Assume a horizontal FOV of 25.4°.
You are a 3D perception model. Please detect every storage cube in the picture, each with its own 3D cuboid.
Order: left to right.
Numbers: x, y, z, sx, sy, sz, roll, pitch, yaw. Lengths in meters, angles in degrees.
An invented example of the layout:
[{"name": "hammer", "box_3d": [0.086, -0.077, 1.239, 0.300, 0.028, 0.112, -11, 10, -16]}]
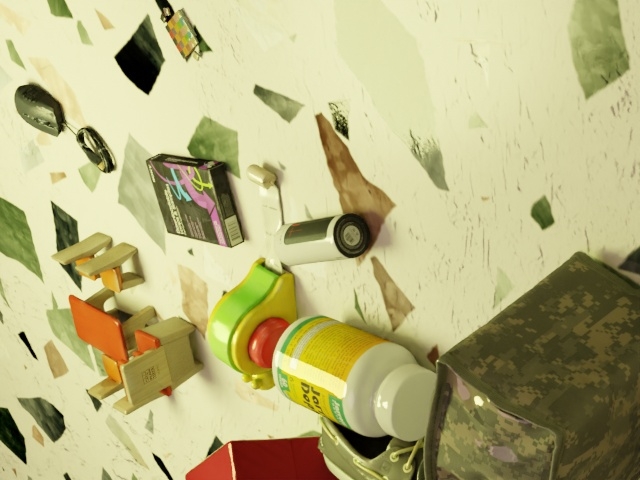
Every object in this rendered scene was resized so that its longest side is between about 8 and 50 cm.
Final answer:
[{"name": "storage cube", "box_3d": [-0.061, 0.379, 1.906, 0.215, 0.184, 0.193, 137, 128, -57]}]

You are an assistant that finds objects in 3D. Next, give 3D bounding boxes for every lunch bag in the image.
[{"name": "lunch bag", "box_3d": [0.219, 0.194, 1.385, 0.169, 0.235, 0.287, 31, 136, 31]}]

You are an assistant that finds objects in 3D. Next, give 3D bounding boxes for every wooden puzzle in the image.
[{"name": "wooden puzzle", "box_3d": [-0.176, -0.264, 1.814, 0.083, 0.006, 0.049, 60, 148, 4]}]

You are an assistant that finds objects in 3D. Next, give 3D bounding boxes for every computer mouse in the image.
[{"name": "computer mouse", "box_3d": [-0.397, -0.167, 2.163, 0.242, 0.041, 0.071, 36, 138, 34]}]

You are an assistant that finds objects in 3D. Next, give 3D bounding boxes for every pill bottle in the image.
[{"name": "pill bottle", "box_3d": [0.047, 0.169, 1.716, 0.208, 0.118, 0.117, 19, 128, 47]}]

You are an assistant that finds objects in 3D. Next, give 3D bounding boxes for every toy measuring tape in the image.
[{"name": "toy measuring tape", "box_3d": [-0.096, 0.066, 1.845, 0.121, 0.121, 0.330, 29, 135, 41]}]

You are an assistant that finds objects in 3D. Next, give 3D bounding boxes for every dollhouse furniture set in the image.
[{"name": "dollhouse furniture set", "box_3d": [-0.312, 0.152, 2.190, 0.259, 0.135, 0.262, 20, 129, 47]}]

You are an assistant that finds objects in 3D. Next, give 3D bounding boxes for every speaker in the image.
[{"name": "speaker", "box_3d": [0.000, 0.000, 1.717, 0.136, 0.055, 0.055, -8, 107, 57]}]

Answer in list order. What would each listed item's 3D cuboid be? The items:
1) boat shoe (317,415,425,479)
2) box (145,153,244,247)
[{"name": "boat shoe", "box_3d": [0.099, 0.271, 1.728, 0.305, 0.109, 0.091, 22, 135, 50]}, {"name": "box", "box_3d": [-0.173, -0.056, 1.942, 0.162, 0.029, 0.116, 12, 123, 52]}]
